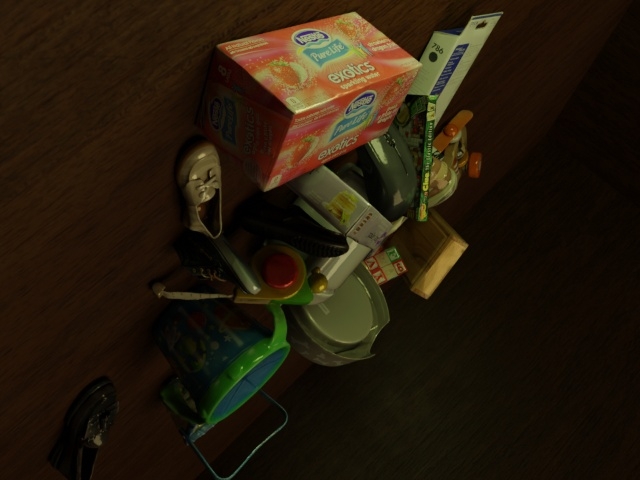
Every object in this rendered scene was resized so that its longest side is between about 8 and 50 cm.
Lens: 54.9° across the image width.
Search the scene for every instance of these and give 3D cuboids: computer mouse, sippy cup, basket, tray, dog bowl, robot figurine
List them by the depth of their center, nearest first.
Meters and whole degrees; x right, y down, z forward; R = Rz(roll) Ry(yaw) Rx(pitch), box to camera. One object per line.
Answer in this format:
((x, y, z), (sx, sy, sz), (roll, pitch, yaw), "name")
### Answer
((0.129, -0.162, 1.223), (0.072, 0.272, 0.188), (-1, -152, 44), "computer mouse")
((-0.221, 0.225, 1.297), (0.305, 0.224, 0.240), (-42, 163, -17), "sippy cup")
((0.000, 0.000, 1.368), (0.353, 0.200, 0.300), (-52, -173, 15), "robot figurine")
((0.020, 0.173, 1.629), (0.102, 0.348, 0.349), (-43, 170, 38), "dog bowl")
((-0.265, 0.456, 1.635), (0.255, 0.289, 0.201), (-38, 168, -38), "basket")
((0.309, 0.000, 1.962), (0.202, 0.076, 0.411), (-56, -159, 14), "tray")

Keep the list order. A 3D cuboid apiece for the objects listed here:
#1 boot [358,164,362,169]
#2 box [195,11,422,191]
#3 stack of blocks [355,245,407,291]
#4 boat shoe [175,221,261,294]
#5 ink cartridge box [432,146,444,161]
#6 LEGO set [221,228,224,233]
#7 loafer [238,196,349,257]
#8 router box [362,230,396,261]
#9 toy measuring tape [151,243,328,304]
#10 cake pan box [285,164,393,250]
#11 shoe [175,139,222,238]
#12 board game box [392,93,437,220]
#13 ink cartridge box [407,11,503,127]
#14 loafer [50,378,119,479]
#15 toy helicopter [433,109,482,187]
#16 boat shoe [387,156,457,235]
((0.080, -0.136, 1.510), (0.208, 0.076, 0.189), (-40, 163, 3), "boot")
((-0.011, -0.213, 0.897), (0.300, 0.154, 0.142), (-31, 158, -42), "box")
((0.114, 0.129, 1.923), (0.171, 0.087, 0.297), (-23, 172, -31), "stack of blocks")
((-0.177, 0.048, 1.059), (0.083, 0.183, 0.065), (-44, 147, 1), "boat shoe")
((0.240, -0.206, 1.683), (0.207, 0.097, 0.046), (-35, 161, -35), "ink cartridge box")
((-0.200, -0.006, 1.153), (0.054, 0.023, 0.083), (-42, 164, -17), "LEGO set")
((-0.044, -0.032, 1.181), (0.080, 0.220, 0.078), (118, -9, -68), "loafer")
((0.180, -0.067, 1.899), (0.335, 0.082, 0.301), (-53, 164, 22), "router box")
((-0.147, 0.060, 1.172), (0.330, 0.121, 0.121), (4, 146, -13), "toy measuring tape")
((0.001, -0.091, 1.057), (0.070, 0.246, 0.267), (-48, 164, 5), "cake pan box")
((-0.179, -0.075, 0.967), (0.076, 0.058, 0.219), (-39, 163, -27), "shoe")
((0.185, -0.180, 1.316), (0.030, 0.136, 0.259), (-6, 106, -28), "board game box")
((0.269, -0.373, 1.386), (0.165, 0.065, 0.332), (-27, 154, -47), "ink cartridge box")
((-0.486, 0.416, 1.316), (0.109, 0.095, 0.302), (-24, 153, -55), "loafer")
((0.395, -0.243, 1.878), (0.355, 0.140, 0.235), (-56, 148, -45), "toy helicopter")
((0.178, -0.109, 1.542), (0.324, 0.123, 0.116), (-33, 132, 18), "boat shoe")
